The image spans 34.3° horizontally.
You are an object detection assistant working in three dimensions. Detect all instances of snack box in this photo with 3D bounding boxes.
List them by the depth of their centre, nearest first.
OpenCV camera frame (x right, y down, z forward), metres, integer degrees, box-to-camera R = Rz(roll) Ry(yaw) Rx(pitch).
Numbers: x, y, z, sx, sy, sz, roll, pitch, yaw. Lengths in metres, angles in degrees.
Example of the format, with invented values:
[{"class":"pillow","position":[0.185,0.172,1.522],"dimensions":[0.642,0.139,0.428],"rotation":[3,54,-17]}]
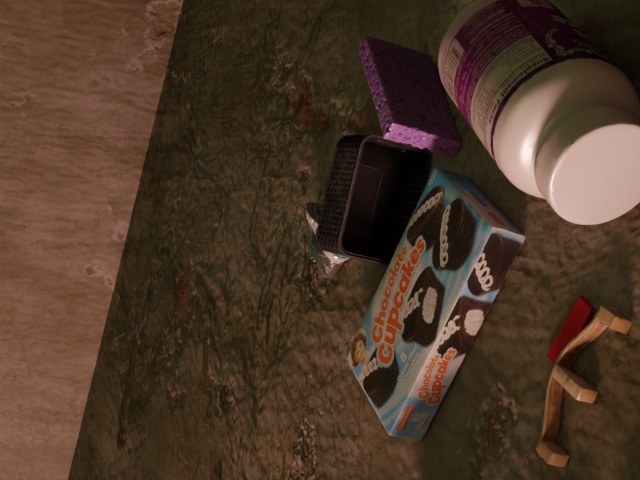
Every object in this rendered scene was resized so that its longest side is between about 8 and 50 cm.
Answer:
[{"class":"snack box","position":[0.146,0.084,1.403],"dimensions":[0.322,0.060,0.187],"rotation":[-67,27,20]}]

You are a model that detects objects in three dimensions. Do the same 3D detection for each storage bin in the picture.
[{"class":"storage bin","position":[0.078,-0.059,1.541],"dimensions":[0.084,0.122,0.180],"rotation":[12,89,64]}]

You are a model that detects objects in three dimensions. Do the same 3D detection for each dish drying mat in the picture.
[{"class":"dish drying mat","position":[0.283,0.104,1.173],"dimensions":[0.083,0.008,0.032],"rotation":[-68,26,20]}]

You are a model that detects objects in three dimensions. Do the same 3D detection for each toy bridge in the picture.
[{"class":"toy bridge","position":[0.278,0.156,1.136],"dimensions":[0.188,0.026,0.063],"rotation":[-69,24,15]}]

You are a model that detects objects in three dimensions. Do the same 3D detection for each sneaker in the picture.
[{"class":"sneaker","position":[0.000,0.000,1.746],"dimensions":[0.166,0.065,0.076],"rotation":[-108,36,-51]}]

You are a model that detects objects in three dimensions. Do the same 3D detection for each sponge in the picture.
[{"class":"sponge","position":[0.129,-0.214,1.520],"dimensions":[0.031,0.117,0.210],"rotation":[-58,31,38]}]

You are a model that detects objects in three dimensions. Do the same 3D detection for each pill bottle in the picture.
[{"class":"pill bottle","position":[0.256,-0.153,1.170],"dimensions":[0.169,0.169,0.302],"rotation":[-62,29,28]}]
